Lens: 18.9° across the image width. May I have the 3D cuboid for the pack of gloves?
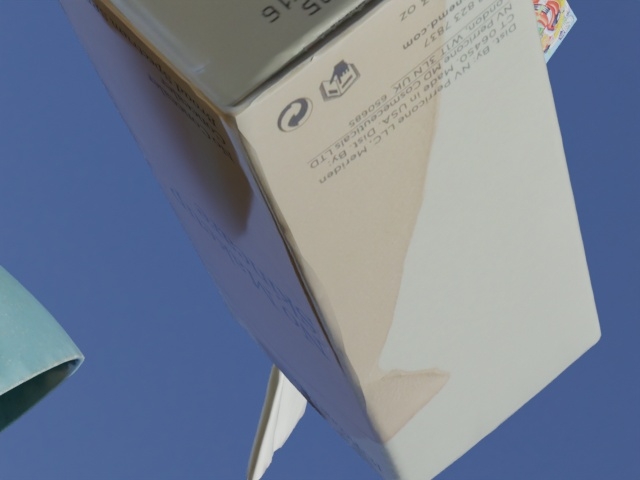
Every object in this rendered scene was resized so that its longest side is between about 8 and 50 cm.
[{"bbox_3d":[0.000,0.000,1.160,0.046,0.195,0.232,22,-53,11],"label":"pack of gloves"}]

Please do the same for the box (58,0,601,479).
[{"bbox_3d":[0.009,-0.038,0.757,0.148,0.121,0.311,45,-12,32],"label":"box"}]

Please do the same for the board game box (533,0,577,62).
[{"bbox_3d":[0.151,-0.183,1.581,0.026,0.154,0.103,32,-96,33],"label":"board game box"}]

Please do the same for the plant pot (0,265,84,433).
[{"bbox_3d":[-0.304,0.067,1.058,0.290,0.290,0.195,-37,-94,42],"label":"plant pot"}]
